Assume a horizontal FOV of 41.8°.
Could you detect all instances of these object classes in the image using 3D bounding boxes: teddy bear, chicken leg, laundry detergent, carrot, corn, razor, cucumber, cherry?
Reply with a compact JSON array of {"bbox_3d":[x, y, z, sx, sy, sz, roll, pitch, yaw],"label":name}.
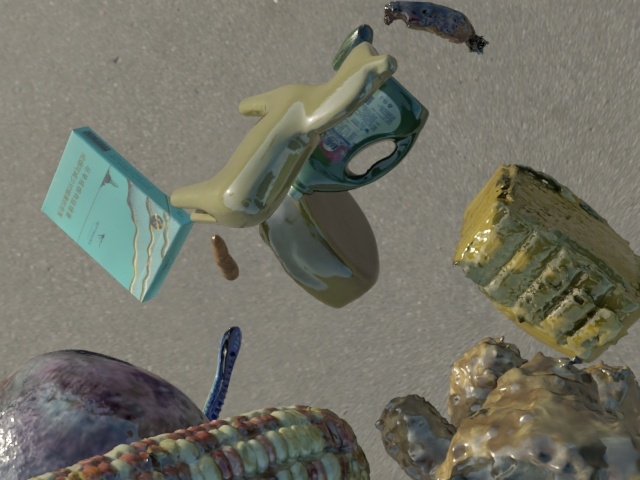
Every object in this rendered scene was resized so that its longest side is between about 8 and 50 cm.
[{"bbox_3d":[0.166,0.142,0.634,0.246,0.296,0.223,7,129,14],"label":"teddy bear"},{"bbox_3d":[0.225,-0.386,1.523,0.106,0.253,0.051,13,92,54],"label":"chicken leg"},{"bbox_3d":[0.038,-0.130,1.128,0.137,0.063,0.211,40,100,-8],"label":"laundry detergent"},{"bbox_3d":[-0.185,0.032,1.596,0.035,0.165,0.036,-4,61,7],"label":"carrot"},{"bbox_3d":[-0.076,0.134,0.420,0.079,0.237,0.080,9,101,51],"label":"corn"},{"bbox_3d":[-0.173,0.285,1.378,0.056,0.093,0.324,-12,51,21],"label":"razor"},{"bbox_3d":[0.059,-0.313,1.369,0.048,0.105,0.048,9,64,-18],"label":"cucumber"},{"bbox_3d":[-0.166,0.167,0.595,0.195,0.195,0.195,-1,85,14],"label":"cherry"}]

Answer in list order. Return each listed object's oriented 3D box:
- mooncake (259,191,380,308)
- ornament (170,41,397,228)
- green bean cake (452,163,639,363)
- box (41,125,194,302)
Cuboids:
[{"bbox_3d":[0.000,0.000,1.344,0.117,0.235,0.235,-31,78,21],"label":"mooncake"},{"bbox_3d":[-0.036,-0.113,0.883,0.245,0.061,0.230,5,58,57],"label":"ornament"},{"bbox_3d":[0.280,0.024,1.030,0.224,0.230,0.131,37,115,0],"label":"green bean cake"},{"bbox_3d":[-0.307,-0.038,1.255,0.229,0.041,0.162,40,122,13],"label":"box"}]
